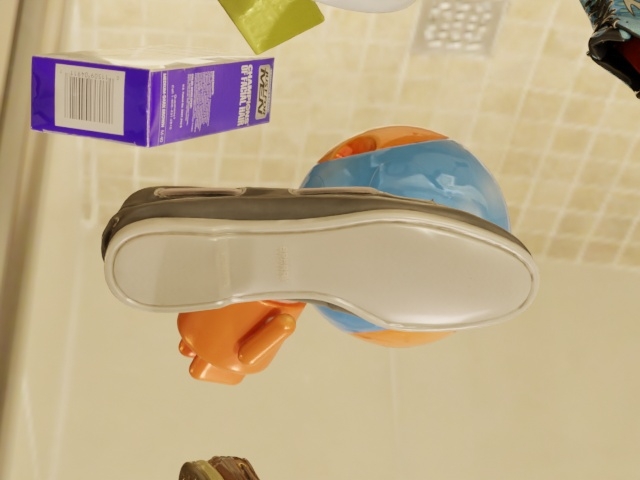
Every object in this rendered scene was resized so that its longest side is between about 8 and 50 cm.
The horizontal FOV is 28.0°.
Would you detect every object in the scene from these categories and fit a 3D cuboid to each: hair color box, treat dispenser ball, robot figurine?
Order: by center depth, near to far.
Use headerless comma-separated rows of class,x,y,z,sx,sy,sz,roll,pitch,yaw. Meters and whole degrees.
robot figurine,-0.083,0.068,1.495,0.128,0.158,0.219,31,112,1
treat dispenser ball,0.101,-0.006,1.652,0.288,0.288,0.288,-1,144,-1
hair color box,-0.220,-0.203,1.756,0.185,0.339,0.110,10,106,24

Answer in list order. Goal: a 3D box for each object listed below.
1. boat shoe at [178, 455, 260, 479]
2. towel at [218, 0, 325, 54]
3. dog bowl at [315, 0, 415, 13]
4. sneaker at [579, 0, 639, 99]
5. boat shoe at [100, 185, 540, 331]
boat shoe,-0.036,0.219,0.928,0.060,0.178,0.064,-13,133,-35
towel,-0.084,-0.314,1.513,0.102,0.021,0.237,-24,143,11
dog bowl,-0.004,-0.320,1.127,0.265,0.265,0.104,16,127,-23
sneaker,0.226,-0.164,0.954,0.073,0.162,0.063,-9,143,-30
boat shoe,0.000,0.000,0.997,0.335,0.095,0.112,3,123,-5
